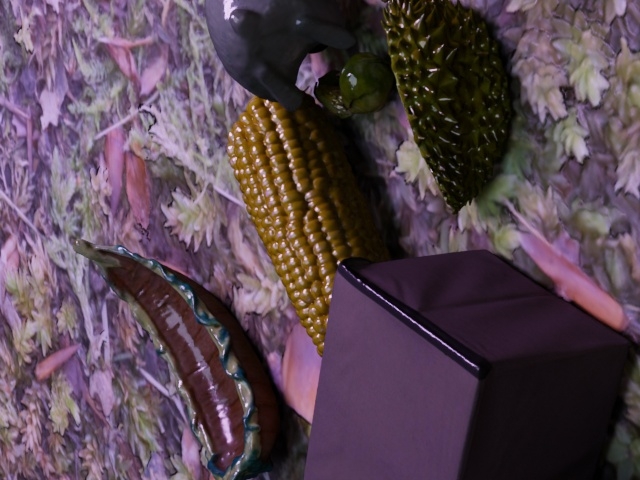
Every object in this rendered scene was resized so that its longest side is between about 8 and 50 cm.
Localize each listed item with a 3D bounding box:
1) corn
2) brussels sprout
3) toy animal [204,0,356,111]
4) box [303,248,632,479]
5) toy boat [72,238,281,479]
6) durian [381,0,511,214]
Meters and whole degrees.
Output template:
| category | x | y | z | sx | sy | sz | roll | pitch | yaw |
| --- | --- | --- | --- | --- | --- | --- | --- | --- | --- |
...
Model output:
| category | x | y | z | sx | sy | sz | roll | pitch | yaw |
| --- | --- | --- | --- | --- | --- | --- | --- | --- | --- |
| corn | 0.000 | 0.000 | 1.559 | 0.101 | 0.101 | 0.310 | -41 | 65 | 51 |
| brussels sprout | 0.029 | -0.127 | 1.539 | 0.083 | 0.046 | 0.051 | -26 | 82 | 64 |
| toy animal | -0.055 | -0.221 | 1.572 | 0.108 | 0.138 | 0.236 | -41 | 47 | 18 |
| box | 0.104 | 0.149 | 1.414 | 0.188 | 0.153 | 0.252 | 37 | 128 | 45 |
| toy boat | -0.127 | 0.103 | 1.774 | 0.293 | 0.099 | 0.108 | 56 | 140 | 18 |
| durian | 0.085 | -0.127 | 1.431 | 0.100 | 0.086 | 0.215 | -21 | 84 | 68 |
